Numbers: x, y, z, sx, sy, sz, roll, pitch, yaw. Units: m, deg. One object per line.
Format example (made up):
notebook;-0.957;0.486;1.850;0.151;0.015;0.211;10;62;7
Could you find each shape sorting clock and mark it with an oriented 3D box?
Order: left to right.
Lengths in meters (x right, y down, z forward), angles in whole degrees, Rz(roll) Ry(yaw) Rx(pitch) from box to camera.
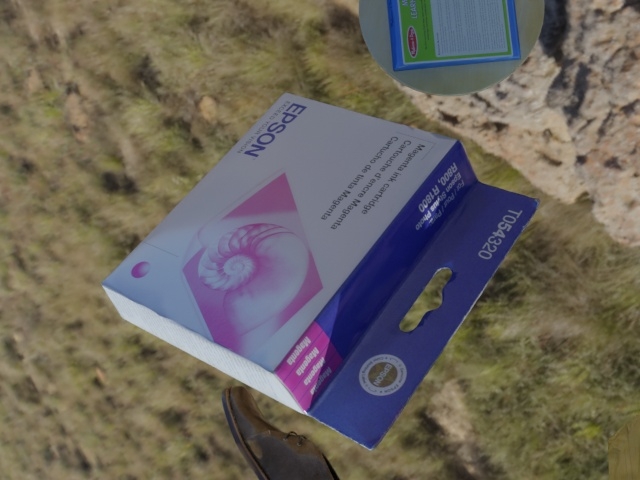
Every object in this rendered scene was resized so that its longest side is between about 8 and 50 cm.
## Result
shape sorting clock;0.146;-0.261;0.898;0.206;0.206;0.040;57;176;8

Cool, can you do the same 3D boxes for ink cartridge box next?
ink cartridge box;0.000;0.000;0.808;0.330;0.324;0.071;20;147;33

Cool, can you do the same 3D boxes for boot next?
boot;-0.056;0.338;1.268;0.305;0.115;0.112;54;-175;34

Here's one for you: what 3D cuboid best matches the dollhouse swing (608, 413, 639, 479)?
dollhouse swing;0.702;0.377;1.289;0.347;0.315;0.304;25;118;6
